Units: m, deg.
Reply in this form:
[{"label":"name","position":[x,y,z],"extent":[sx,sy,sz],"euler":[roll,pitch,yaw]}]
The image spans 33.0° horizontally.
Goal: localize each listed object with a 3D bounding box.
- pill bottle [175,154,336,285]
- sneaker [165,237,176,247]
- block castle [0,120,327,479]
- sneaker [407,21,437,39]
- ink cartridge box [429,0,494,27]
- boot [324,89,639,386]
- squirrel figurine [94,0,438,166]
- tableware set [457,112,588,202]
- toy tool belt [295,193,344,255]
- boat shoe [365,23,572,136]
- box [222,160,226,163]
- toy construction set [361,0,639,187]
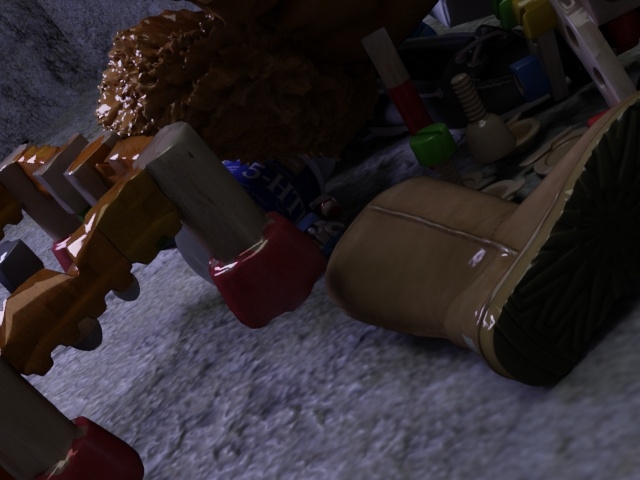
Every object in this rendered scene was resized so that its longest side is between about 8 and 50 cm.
[{"label":"pill bottle","position":[-0.060,-0.044,1.126],"extent":[0.112,0.112,0.187],"euler":[-19,26,41]},{"label":"sneaker","position":[-0.173,-0.065,1.410],"extent":[0.145,0.090,0.270],"euler":[-44,24,-24]},{"label":"block castle","position":[-0.222,0.074,0.937],"extent":[0.303,0.213,0.453],"euler":[-49,26,-21]},{"label":"sneaker","position":[0.079,-0.230,1.360],"extent":[0.126,0.091,0.240],"euler":[-25,21,27]},{"label":"ink cartridge box","position":[0.256,-0.289,1.132],"extent":[0.275,0.060,0.239],"euler":[-17,21,0]},{"label":"boot","position":[0.127,-0.022,0.771],"extent":[0.236,0.089,0.269],"euler":[-47,20,-8]},{"label":"squirrel figurine","position":[-0.064,-0.221,0.939],"extent":[0.281,0.397,0.370],"euler":[24,25,22]},{"label":"tableware set","position":[0.160,-0.062,0.934],"extent":[0.141,0.020,0.168],"euler":[-40,20,-10]},{"label":"toy tool belt","position":[0.000,0.000,1.036],"extent":[0.083,0.052,0.051],"euler":[-44,51,-12]},{"label":"boat shoe","position":[0.130,-0.176,1.136],"extent":[0.112,0.095,0.335],"euler":[-45,21,-24]},{"label":"box","position":[-0.065,-0.134,1.306],"extent":[0.063,0.067,0.324],"euler":[23,33,16]},{"label":"toy construction set","position":[0.168,-0.195,0.861],"extent":[0.309,0.237,0.257],"euler":[-20,24,27]}]
